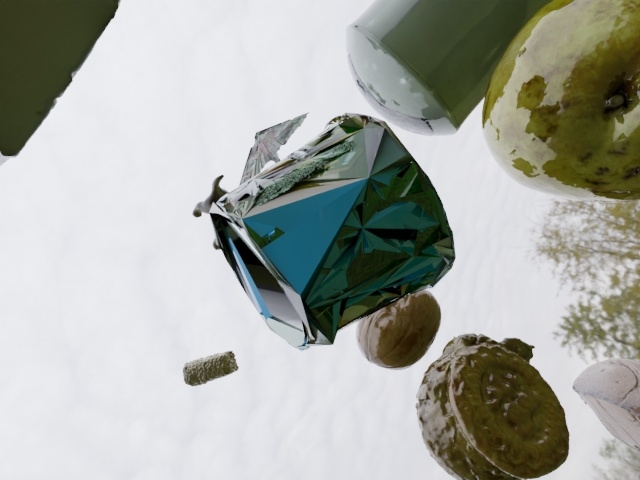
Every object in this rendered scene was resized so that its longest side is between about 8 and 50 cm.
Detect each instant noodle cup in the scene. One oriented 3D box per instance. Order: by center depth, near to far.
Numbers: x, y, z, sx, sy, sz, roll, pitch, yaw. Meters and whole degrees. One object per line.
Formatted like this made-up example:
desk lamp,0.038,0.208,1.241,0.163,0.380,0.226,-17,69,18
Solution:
instant noodle cup,0.000,0.000,0.488,0.178,0.240,0.240,-32,-56,-21

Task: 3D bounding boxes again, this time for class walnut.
walnut,0.168,0.182,0.954,0.207,0.167,0.167,-51,-48,-24

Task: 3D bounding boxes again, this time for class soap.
soap,-0.496,-0.290,0.640,0.213,0.435,0.350,37,-95,-38

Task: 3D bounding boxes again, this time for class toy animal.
toy animal,-0.255,-0.058,1.273,0.233,0.169,0.121,52,-134,-4

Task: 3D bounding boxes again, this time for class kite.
kite,-0.151,-0.258,1.273,0.323,0.267,0.013,-48,-50,12

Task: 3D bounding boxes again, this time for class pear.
pear,0.383,-0.195,0.596,0.304,0.304,0.303,-16,-65,-37

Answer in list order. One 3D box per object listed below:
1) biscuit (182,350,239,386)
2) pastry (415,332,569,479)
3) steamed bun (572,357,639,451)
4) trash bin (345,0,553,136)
biscuit,-0.338,0.394,1.347,0.070,0.169,0.082,18,-126,-78
pastry,0.275,0.282,0.738,0.240,0.235,0.132,12,-44,-19
steamed bun,0.866,0.430,1.177,0.199,0.301,0.251,-41,-91,-7
trash bin,0.250,-0.400,0.791,0.432,0.280,0.280,-47,-46,12
